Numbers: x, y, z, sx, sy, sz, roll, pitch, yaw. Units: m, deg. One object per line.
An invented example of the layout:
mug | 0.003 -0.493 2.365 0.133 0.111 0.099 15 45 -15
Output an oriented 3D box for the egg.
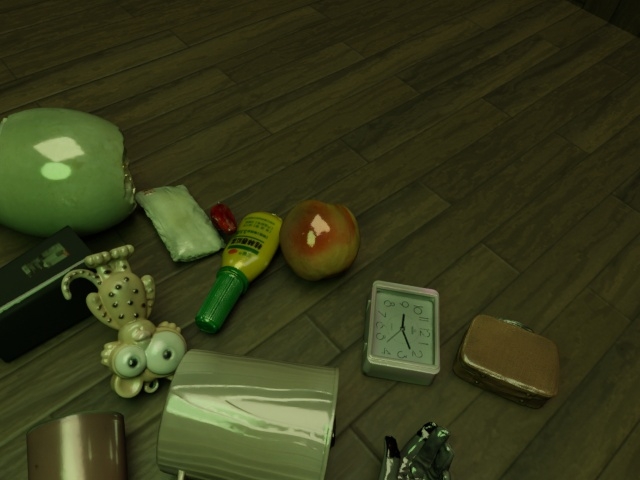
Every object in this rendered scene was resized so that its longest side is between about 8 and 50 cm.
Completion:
egg | -0.569 -0.140 1.111 0.337 0.278 0.278 -3 53 -12

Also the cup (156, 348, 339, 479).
cup | -0.114 0.332 0.866 0.274 0.208 0.288 10 79 1

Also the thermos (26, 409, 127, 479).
thermos | -0.377 0.413 0.795 0.177 0.146 0.264 -6 59 -19

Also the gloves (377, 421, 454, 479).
gloves | 0.139 0.432 0.861 0.142 0.119 0.285 29 68 2

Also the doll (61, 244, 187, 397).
doll | -0.349 0.148 0.959 0.154 0.119 0.277 -30 98 -33

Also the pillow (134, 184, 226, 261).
pillow | -0.324 -0.045 1.213 0.128 0.050 0.229 -20 58 -35

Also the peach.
peach | 0.000 0.000 1.144 0.185 0.184 0.184 3 52 -4

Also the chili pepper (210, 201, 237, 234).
chili pepper | -0.223 -0.048 1.202 0.050 0.059 0.191 -35 26 -3

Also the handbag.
handbag | 0.381 0.239 1.068 0.194 0.072 0.151 22 52 12

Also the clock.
clock | 0.166 0.187 1.086 0.150 0.063 0.197 10 52 0

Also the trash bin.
trash bin | -0.536 0.105 1.002 0.226 0.165 0.115 -36 65 -26

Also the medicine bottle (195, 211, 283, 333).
medicine bottle | -0.175 0.063 1.133 0.111 0.076 0.308 8 51 21
